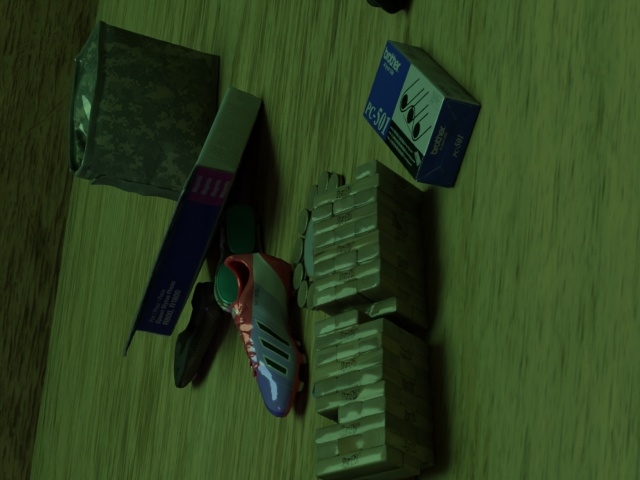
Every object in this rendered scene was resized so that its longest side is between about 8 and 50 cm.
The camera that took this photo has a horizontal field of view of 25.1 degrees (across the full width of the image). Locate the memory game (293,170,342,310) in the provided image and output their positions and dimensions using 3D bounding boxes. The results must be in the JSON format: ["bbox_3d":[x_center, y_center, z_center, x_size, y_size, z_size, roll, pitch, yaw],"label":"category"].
[{"bbox_3d":[0.000,0.000,1.857,0.186,0.012,0.186,-170,90,-71],"label":"memory game"}]

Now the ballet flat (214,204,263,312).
[{"bbox_3d":[-0.116,0.042,2.095,0.221,0.077,0.079,-94,5,-47],"label":"ballet flat"}]

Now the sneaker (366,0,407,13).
[{"bbox_3d":[0.052,-0.333,1.762,0.227,0.087,0.130,-16,59,63],"label":"sneaker"}]

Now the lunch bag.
[{"bbox_3d":[-0.309,-0.200,2.490,0.169,0.235,0.287,-42,41,52],"label":"lunch bag"}]

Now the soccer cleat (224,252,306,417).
[{"bbox_3d":[-0.078,0.122,1.890,0.083,0.095,0.248,122,151,-48],"label":"soccer cleat"}]

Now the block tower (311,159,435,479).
[{"bbox_3d":[0.053,0.090,1.499,0.097,0.091,0.335,-19,57,33],"label":"block tower"}]

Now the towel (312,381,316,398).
[{"bbox_3d":[0.024,0.174,1.677,0.119,0.029,0.067,-137,59,-68],"label":"towel"}]

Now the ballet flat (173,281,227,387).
[{"bbox_3d":[-0.188,0.152,2.265,0.250,0.058,0.084,112,153,-45],"label":"ballet flat"}]

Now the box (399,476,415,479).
[{"bbox_3d":[0.063,0.270,1.526,0.136,0.028,0.081,126,148,-56],"label":"box"}]

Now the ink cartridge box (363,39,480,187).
[{"bbox_3d":[0.107,-0.142,1.575,0.207,0.046,0.097,-121,45,-62],"label":"ink cartridge box"}]

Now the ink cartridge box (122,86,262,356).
[{"bbox_3d":[-0.190,-0.023,2.187,0.330,0.071,0.324,-76,9,-56],"label":"ink cartridge box"}]
